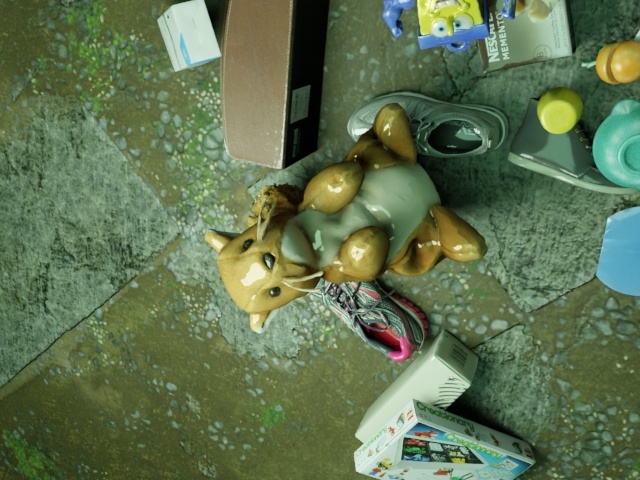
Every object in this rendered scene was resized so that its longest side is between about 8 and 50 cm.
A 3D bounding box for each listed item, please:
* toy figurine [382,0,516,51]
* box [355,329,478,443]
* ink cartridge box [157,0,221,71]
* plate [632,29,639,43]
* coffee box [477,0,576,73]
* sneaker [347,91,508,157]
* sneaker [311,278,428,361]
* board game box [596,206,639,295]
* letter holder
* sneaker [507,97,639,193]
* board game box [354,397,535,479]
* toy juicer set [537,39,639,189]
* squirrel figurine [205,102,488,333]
[{"bbox_3d":[0.215,-0.385,1.047,0.363,0.191,0.217,-7,138,17],"label":"toy figurine"},{"bbox_3d":[0.192,0.316,1.433,0.094,0.113,0.275,38,121,3],"label":"box"},{"bbox_3d":[-0.247,-0.372,1.308,0.180,0.060,0.104,17,126,67],"label":"ink cartridge box"},{"bbox_3d":[0.580,-0.261,0.978,0.278,0.277,0.045,23,88,12],"label":"plate"},{"bbox_3d":[0.307,-0.401,1.107,0.141,0.098,0.246,-6,108,24],"label":"coffee box"},{"bbox_3d":[0.176,-0.198,1.231,0.282,0.115,0.105,3,111,21],"label":"sneaker"},{"bbox_3d":[0.076,0.120,1.402,0.299,0.112,0.120,33,119,8],"label":"sneaker"},{"bbox_3d":[0.549,0.014,1.212,0.133,0.033,0.168,7,118,14],"label":"board game box"},{"bbox_3d":[-0.121,-0.308,1.293,0.215,0.152,0.301,14,115,19],"label":"letter holder"},{"bbox_3d":[0.430,-0.155,1.164,0.222,0.083,0.118,18,113,13],"label":"sneaker"},{"bbox_3d":[0.246,0.430,1.407,0.305,0.053,0.193,26,122,-23],"label":"board game box"},{"bbox_3d":[0.511,-0.165,1.071,0.329,0.089,0.209,40,120,1],"label":"toy juicer set"},{"bbox_3d":[0.000,0.000,1.202,0.371,0.397,0.281,-31,95,-15],"label":"squirrel figurine"}]
